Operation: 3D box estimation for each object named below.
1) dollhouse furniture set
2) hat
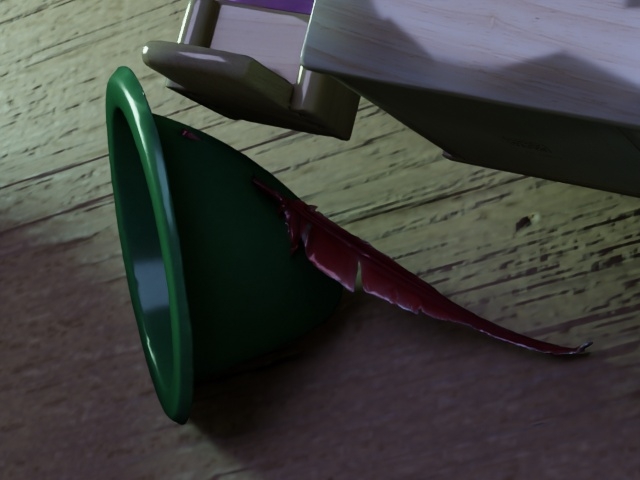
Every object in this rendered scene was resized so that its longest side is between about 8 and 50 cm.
[{"bbox_3d":[0.080,-0.193,0.759,0.286,0.198,0.303,12,85,22],"label":"dollhouse furniture set"},{"bbox_3d":[0.000,0.000,0.902,0.183,0.173,0.208,-10,70,-13],"label":"hat"}]
